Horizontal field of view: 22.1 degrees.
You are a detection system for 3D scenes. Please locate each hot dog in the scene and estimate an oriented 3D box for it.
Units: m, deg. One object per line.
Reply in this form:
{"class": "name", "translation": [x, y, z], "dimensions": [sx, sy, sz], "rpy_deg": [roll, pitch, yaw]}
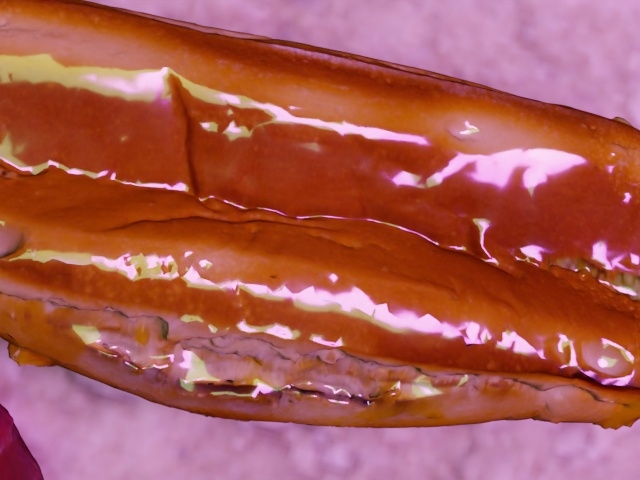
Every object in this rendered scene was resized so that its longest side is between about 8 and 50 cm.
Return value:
{"class": "hot dog", "translation": [0.000, 0.000, 0.494], "dimensions": [0.269, 0.072, 0.115], "rpy_deg": [13, 65, -12]}

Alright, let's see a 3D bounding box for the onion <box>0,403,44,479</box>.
{"class": "onion", "translation": [-0.176, 0.114, 0.435], "dimensions": [0.248, 0.161, 0.248], "rpy_deg": [2, 87, -33]}
